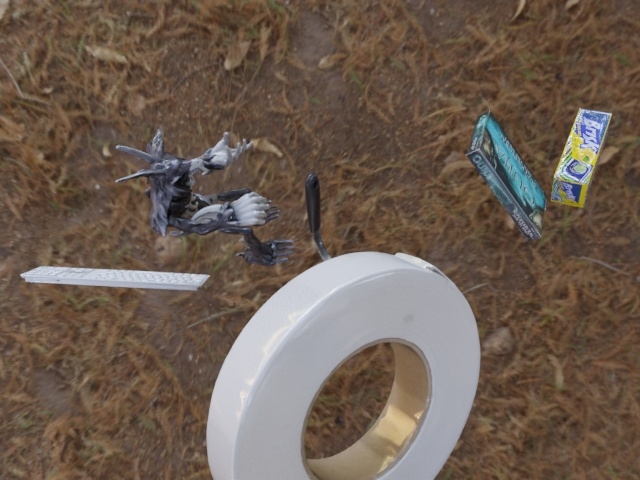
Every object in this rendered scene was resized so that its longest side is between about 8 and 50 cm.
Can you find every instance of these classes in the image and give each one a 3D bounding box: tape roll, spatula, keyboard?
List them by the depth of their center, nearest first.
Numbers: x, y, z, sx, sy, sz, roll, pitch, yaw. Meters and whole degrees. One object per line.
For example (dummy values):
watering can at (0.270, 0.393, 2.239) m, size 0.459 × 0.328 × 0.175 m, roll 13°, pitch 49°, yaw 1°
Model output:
tape roll at (0.045, 0.204, 0.826) m, size 0.392 × 0.072 × 0.392 m, roll -13°, pitch 113°, yaw -33°
keyboard at (-0.294, 0.052, 0.955) m, size 0.255 × 0.072 × 0.014 m, roll 3°, pitch 103°, yaw -1°
spatula at (0.000, 0.000, 1.183) m, size 0.030 × 0.297 × 0.084 m, roll 23°, pitch 51°, yaw 33°

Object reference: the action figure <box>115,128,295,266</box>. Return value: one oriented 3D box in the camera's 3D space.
action figure at (-0.137, -0.064, 0.872) m, size 0.140 × 0.275 × 0.164 m, roll -26°, pitch 61°, yaw 18°

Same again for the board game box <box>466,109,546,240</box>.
board game box at (0.305, -0.105, 1.059) m, size 0.186 × 0.026 × 0.126 m, roll 49°, pitch 40°, yaw -19°

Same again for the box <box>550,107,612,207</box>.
box at (0.427, -0.138, 1.070) m, size 0.054 × 0.059 × 0.169 m, roll 16°, pitch 58°, yaw 23°
